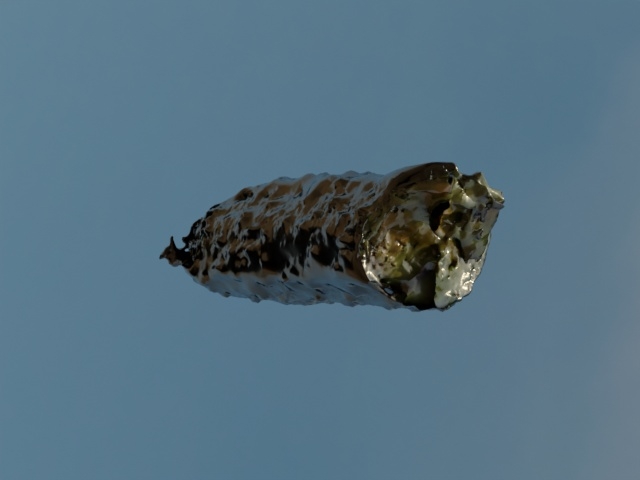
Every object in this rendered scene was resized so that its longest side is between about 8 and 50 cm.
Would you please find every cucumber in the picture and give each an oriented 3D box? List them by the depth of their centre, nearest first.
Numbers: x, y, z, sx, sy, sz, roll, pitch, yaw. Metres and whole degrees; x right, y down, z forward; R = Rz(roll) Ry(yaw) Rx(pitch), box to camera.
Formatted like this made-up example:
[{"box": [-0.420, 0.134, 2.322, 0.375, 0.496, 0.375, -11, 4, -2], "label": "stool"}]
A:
[{"box": [0.000, 0.000, 0.696, 0.181, 0.053, 0.053, -2, -108, 60], "label": "cucumber"}]
